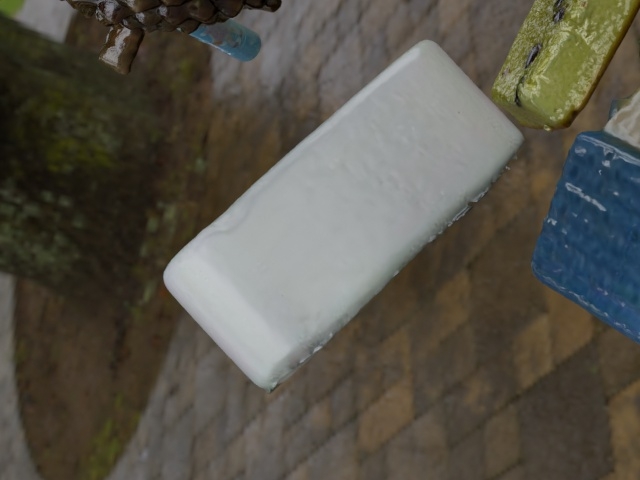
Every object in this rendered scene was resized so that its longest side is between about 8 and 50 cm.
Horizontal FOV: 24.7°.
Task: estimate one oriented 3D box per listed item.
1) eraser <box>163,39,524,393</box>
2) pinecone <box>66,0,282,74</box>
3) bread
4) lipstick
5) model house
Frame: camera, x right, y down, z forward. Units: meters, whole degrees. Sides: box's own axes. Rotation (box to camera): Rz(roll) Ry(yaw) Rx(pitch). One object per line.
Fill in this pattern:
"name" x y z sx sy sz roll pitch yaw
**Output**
"eraser" 0.000 0.000 1.333 0.331 0.150 0.331 -45 -2 -1
"pinecone" -0.090 -0.260 0.930 0.244 0.244 0.309 -2 73 66
"bread" 0.302 -0.286 1.561 0.361 0.077 0.138 -62 15 5
"lipstick" -0.143 -0.289 2.011 0.048 0.158 0.048 -6 77 30
"model house" 0.427 0.024 1.521 0.342 0.382 0.334 -47 44 -7
